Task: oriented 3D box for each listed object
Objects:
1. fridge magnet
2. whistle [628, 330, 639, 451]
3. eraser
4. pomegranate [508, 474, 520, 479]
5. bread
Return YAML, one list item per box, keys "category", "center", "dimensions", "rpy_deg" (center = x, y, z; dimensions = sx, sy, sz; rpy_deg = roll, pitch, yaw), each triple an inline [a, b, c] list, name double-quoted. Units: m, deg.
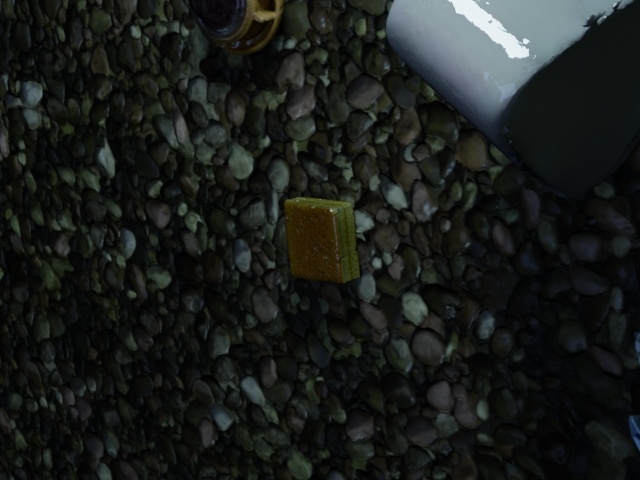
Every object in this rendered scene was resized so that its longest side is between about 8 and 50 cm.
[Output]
- category: "fridge magnet"
  center: [-0.101, -0.282, 1.475]
  dimensions: [0.143, 0.063, 0.143]
  rpy_deg: [18, 119, 35]
- category: "whistle"
  center: [0.379, 0.193, 1.194]
  dimensions: [0.180, 0.093, 0.269]
  rpy_deg: [-38, 72, 45]
- category: "eraser"
  center: [0.213, -0.165, 1.121]
  dimensions: [0.150, 0.331, 0.331]
  rpy_deg: [44, 130, 24]
- category: "pomegranate"
  center: [0.213, 0.318, 1.365]
  dimensions: [0.130, 0.130, 0.130]
  rpy_deg: [17, 116, 38]
- category: "bread"
  center: [0.000, 0.000, 1.504]
  dimensions: [0.090, 0.035, 0.094]
  rpy_deg: [9, 111, 41]
